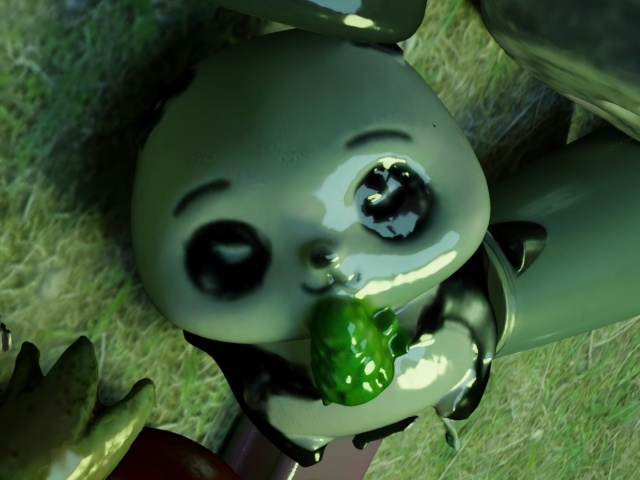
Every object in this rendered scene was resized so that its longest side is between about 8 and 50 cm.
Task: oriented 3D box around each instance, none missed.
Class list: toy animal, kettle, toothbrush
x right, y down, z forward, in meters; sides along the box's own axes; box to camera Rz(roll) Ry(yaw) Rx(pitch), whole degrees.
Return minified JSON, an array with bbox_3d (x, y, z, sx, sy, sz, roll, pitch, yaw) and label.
[{"bbox_3d":[0.001,0.007,0.905,0.212,0.212,0.267,-48,149,-16],"label":"toy animal"},{"bbox_3d":[0.167,0.021,1.211,0.243,0.160,0.210,-19,165,-38],"label":"kettle"},{"bbox_3d":[0.111,0.151,1.338,0.011,0.013,0.131,-53,147,-27],"label":"toothbrush"}]

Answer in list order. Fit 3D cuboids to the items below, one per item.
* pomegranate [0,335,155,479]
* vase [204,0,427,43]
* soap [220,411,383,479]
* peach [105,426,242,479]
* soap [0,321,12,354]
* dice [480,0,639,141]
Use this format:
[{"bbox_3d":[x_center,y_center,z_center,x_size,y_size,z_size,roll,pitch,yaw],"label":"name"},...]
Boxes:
[{"bbox_3d":[-0.221,0.175,0.784,0.231,0.230,0.286,58,33,-54],"label":"pomegranate"},{"bbox_3d":[0.007,-0.273,0.746,0.173,0.173,0.321,-2,111,-52],"label":"vase"},{"bbox_3d":[-0.041,0.217,1.144,0.122,0.065,0.203,16,102,-56],"label":"soap"},{"bbox_3d":[-0.126,0.219,0.982,0.196,0.226,0.190,7,77,-17],"label":"peach"},{"bbox_3d":[-0.271,0.017,0.657,0.273,0.098,0.218,-26,135,-40],"label":"soap"},{"bbox_3d":[0.298,-0.199,1.070,0.271,0.270,0.270,24,96,-56],"label":"dice"}]
